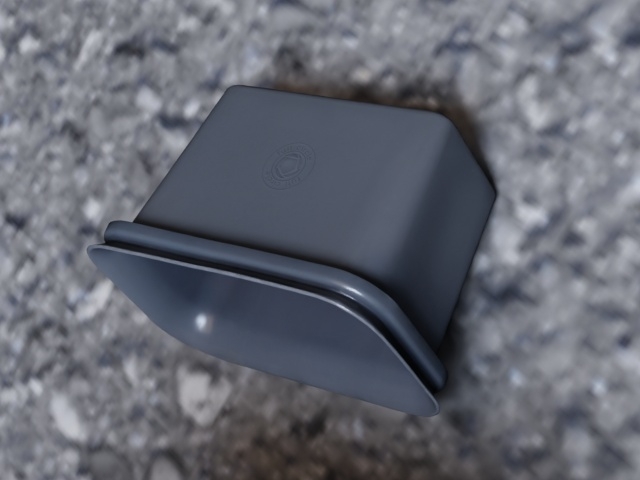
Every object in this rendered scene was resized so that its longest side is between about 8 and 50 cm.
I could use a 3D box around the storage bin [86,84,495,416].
[{"bbox_3d":[0.000,0.000,0.563,0.135,0.098,0.091,13,64,37],"label":"storage bin"}]
